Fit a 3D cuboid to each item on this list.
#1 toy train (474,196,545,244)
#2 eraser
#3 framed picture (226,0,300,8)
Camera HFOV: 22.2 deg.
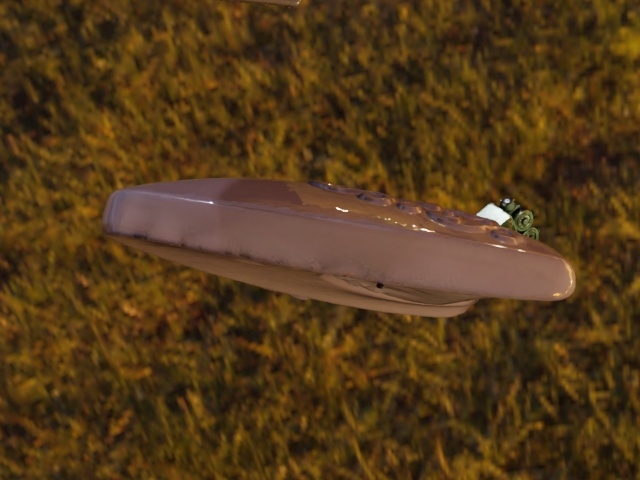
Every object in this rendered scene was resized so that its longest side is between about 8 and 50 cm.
[{"bbox_3d":[0.161,0.001,1.397,0.053,0.083,0.033,-37,42,-13],"label":"toy train"},{"bbox_3d":[0.000,-0.001,0.918,0.243,0.204,0.059,13,83,-11],"label":"eraser"},{"bbox_3d":[-0.115,-0.337,1.223,0.232,0.024,0.315,4,84,-5],"label":"framed picture"}]
